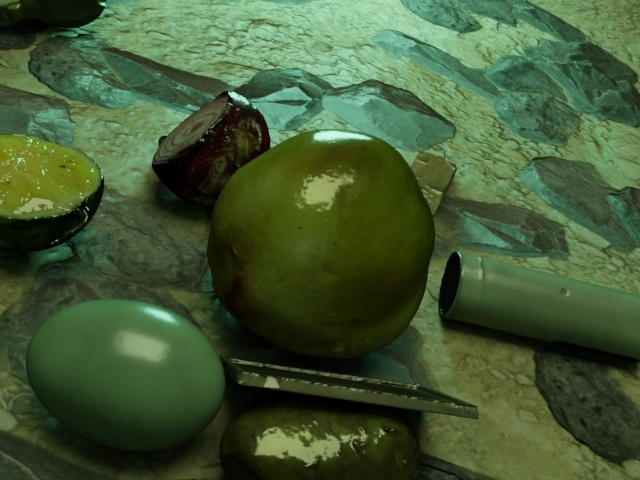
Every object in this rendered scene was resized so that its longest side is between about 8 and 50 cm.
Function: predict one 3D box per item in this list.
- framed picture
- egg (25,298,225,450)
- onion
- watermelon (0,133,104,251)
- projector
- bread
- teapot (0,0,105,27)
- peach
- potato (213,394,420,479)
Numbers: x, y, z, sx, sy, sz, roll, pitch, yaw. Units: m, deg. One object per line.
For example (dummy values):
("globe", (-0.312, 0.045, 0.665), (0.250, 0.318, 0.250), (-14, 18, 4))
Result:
("framed picture", (0.025, 0.179, 1.225), (0.290, 0.020, 0.211), (11, -4, -12))
("egg", (-0.223, 0.153, 1.132), (0.231, 0.168, 0.168), (15, 35, 1))
("onion", (-0.186, -0.137, 1.575), (0.140, 0.218, 0.195), (44, 61, -29))
("watermelon", (-0.406, -0.053, 1.358), (0.232, 0.127, 0.204), (25, 35, 11))
("projector", (0.354, 0.103, 1.514), (0.338, 0.108, 0.108), (14, 36, -7))
("bread", (0.196, -0.104, 1.791), (0.077, 0.105, 0.152), (25, 4, 9))
("teapot", (-0.529, -0.530, 1.860), (0.322, 0.239, 0.239), (4, 51, -28))
("peach", (0.003, -0.005, 1.353), (0.316, 0.281, 0.314), (-8, 48, -21))
("potato", (-0.002, 0.248, 1.158), (0.251, 0.113, 0.149), (-2, 41, -17))
